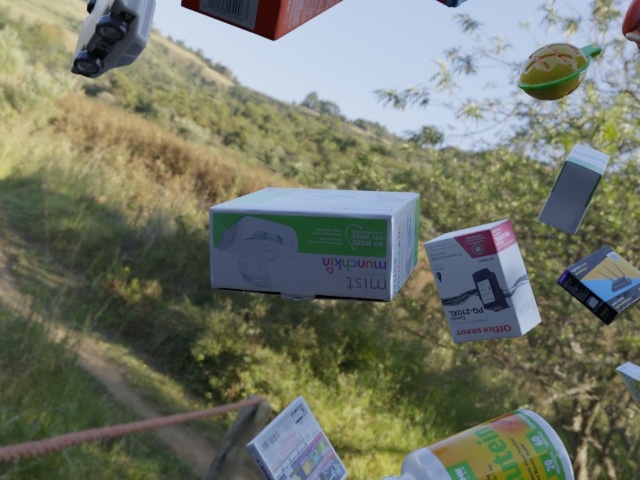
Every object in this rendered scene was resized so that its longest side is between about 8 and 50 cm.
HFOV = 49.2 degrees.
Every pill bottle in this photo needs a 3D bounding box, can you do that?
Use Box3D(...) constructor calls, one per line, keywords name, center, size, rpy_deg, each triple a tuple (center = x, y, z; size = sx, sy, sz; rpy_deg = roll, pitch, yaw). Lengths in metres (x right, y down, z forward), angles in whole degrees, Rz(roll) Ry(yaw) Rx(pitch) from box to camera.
Box3D(name="pill bottle", center=(0.190, 0.323, 0.911), size=(0.246, 0.136, 0.136), rpy_deg=(-16, 12, -18))

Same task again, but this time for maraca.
Box3D(name="maraca", center=(0.444, -0.323, 1.303), size=(0.127, 0.186, 0.099), rpy_deg=(13, -47, 46))

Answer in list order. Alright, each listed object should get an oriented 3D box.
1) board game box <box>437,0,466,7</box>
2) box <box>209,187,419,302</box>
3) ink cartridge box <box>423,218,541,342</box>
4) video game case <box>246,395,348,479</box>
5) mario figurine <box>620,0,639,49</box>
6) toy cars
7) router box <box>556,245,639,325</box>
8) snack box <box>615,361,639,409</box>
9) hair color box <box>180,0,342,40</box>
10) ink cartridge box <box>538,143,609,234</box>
Box3D(name="board game box", center=(0.098, -0.380, 0.723), size=(0.308, 0.086, 0.302), rpy_deg=(35, 46, 19))
Box3D(name="box", center=(0.000, 0.000, 1.038), size=(0.262, 0.126, 0.231), rpy_deg=(4, 11, 17))
Box3D(name="ink cartridge box", center=(0.348, 0.092, 1.508), size=(0.172, 0.237, 0.100), rpy_deg=(-15, 4, 43))
Box3D(name="video game case", center=(-0.038, 0.413, 1.309), size=(0.183, 0.023, 0.201), rpy_deg=(59, 27, 2))
Box3D(name="mario figurine", center=(0.640, -0.317, 1.194), size=(0.198, 0.170, 0.320), rpy_deg=(-1, 39, -14))
Box3D(name="toy cars", center=(-0.190, -0.347, 0.824), size=(0.087, 0.393, 0.176), rpy_deg=(18, 26, -30))
Box3D(name="router box", center=(0.592, 0.090, 1.444), size=(0.179, 0.046, 0.133), rpy_deg=(-20, 54, -40))
Box3D(name="snack box", center=(0.675, 0.314, 1.451), size=(0.100, 0.037, 0.141), rpy_deg=(63, 4, 2))
Box3D(name="hair color box", center=(-0.042, -0.238, 0.632), size=(0.093, 0.053, 0.167), rpy_deg=(23, 34, 10))
Box3D(name="ink cartridge box", center=(0.592, -0.124, 1.625), size=(0.093, 0.154, 0.212), rpy_deg=(24, 26, 16))
